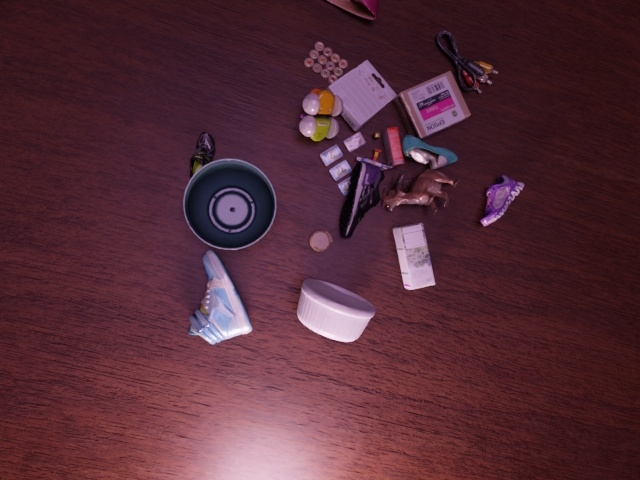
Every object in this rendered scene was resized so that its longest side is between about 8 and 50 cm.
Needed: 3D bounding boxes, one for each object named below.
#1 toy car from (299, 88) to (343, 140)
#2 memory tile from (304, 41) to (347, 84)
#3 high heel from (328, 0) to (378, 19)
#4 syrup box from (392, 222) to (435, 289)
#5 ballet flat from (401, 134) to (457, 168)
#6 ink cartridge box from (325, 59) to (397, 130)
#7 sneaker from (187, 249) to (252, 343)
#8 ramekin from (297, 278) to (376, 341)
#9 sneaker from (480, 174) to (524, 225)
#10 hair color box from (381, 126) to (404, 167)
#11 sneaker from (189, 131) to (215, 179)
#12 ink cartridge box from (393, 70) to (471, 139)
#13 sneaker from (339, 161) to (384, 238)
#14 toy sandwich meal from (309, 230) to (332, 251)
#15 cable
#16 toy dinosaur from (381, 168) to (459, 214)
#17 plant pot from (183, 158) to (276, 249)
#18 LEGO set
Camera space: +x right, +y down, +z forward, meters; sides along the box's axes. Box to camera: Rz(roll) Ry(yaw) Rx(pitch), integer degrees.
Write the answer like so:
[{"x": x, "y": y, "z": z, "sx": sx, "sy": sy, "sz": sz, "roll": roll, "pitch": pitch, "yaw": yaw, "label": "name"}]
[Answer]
[{"x": -0.015, "y": -0.457, "z": 1.578, "sx": 0.159, "sy": 0.136, "sz": 0.182, "roll": -9, "pitch": 120, "yaw": -39, "label": "toy car"}, {"x": 0.022, "y": -0.674, "z": 1.654, "sx": 0.148, "sy": 0.012, "sz": 0.113, "roll": 33, "pitch": 83, "yaw": -6, "label": "memory tile"}, {"x": 0.037, "y": -0.914, "z": 1.604, "sx": 0.377, "sy": 0.127, "sz": 0.181, "roll": -6, "pitch": 78, "yaw": -13, "label": "high heel"}, {"x": 0.349, "y": 0.059, "z": 1.631, "sx": 0.093, "sy": 0.096, "sz": 0.237, "roll": -11, "pitch": 90, "yaw": -8, "label": "syrup box"}, {"x": 0.410, "y": -0.315, "z": 1.647, "sx": 0.247, "sy": 0.083, "sz": 0.087, "roll": 17, "pitch": 62, "yaw": -20, "label": "ballet flat"}, {"x": 0.155, "y": -0.554, "z": 1.662, "sx": 0.189, "sy": 0.066, "sz": 0.232, "roll": 49, "pitch": 60, "yaw": -4, "label": "ink cartridge box"}, {"x": -0.385, "y": 0.208, "z": 1.493, "sx": 0.208, "sy": 0.127, "sz": 0.319, "roll": -24, "pitch": 91, "yaw": -11, "label": "sneaker"}, {"x": 0.044, "y": 0.242, "z": 1.498, "sx": 0.272, "sy": 0.273, "sz": 0.127, "roll": 20, "pitch": 97, "yaw": -8, "label": "ramekin"}, {"x": 0.687, "y": -0.162, "z": 1.704, "sx": 0.104, "sy": 0.095, "sz": 0.236, "roll": 40, "pitch": 77, "yaw": 1, "label": "sneaker"}, {"x": 0.274, "y": -0.350, "z": 1.650, "sx": 0.043, "sy": 0.072, "sz": 0.141, "roll": -11, "pitch": 90, "yaw": -10, "label": "hair color box"}, {"x": -0.416, "y": -0.292, "z": 1.533, "sx": 0.067, "sy": 0.078, "sz": 0.188, "roll": 15, "pitch": 85, "yaw": -8, "label": "sneaker"}, {"x": 0.428, "y": -0.511, "z": 1.675, "sx": 0.234, "sy": 0.088, "sz": 0.193, "roll": -27, "pitch": 91, "yaw": -10, "label": "ink cartridge box"}, {"x": 0.161, "y": -0.135, "z": 1.598, "sx": 0.124, "sy": 0.107, "sz": 0.283, "roll": 14, "pitch": 98, "yaw": -18, "label": "sneaker"}, {"x": 0.000, "y": 0.000, "z": 1.613, "sx": 0.085, "sy": 0.029, "sz": 0.086, "roll": 0, "pitch": 91, "yaw": -6, "label": "toy sandwich meal"}, {"x": 0.556, "y": -0.701, "z": 1.735, "sx": 0.287, "sy": 0.072, "sz": 0.139, "roll": 41, "pitch": 99, "yaw": 7, "label": "cable"}, {"x": 0.387, "y": -0.208, "z": 1.646, "sx": 0.295, "sy": 0.127, "sz": 0.200, "roll": -34, "pitch": 58, "yaw": -25, "label": "toy dinosaur"}, {"x": -0.303, "y": -0.114, "z": 1.483, "sx": 0.293, "sy": 0.196, "sz": 0.293, "roll": 0, "pitch": 88, "yaw": -10, "label": "plant pot"}, {"x": 0.147, "y": -0.307, "z": 1.637, "sx": 0.244, "sy": 0.060, "sz": 0.182, "roll": -32, "pitch": 96, "yaw": -10, "label": "LEGO set"}]
